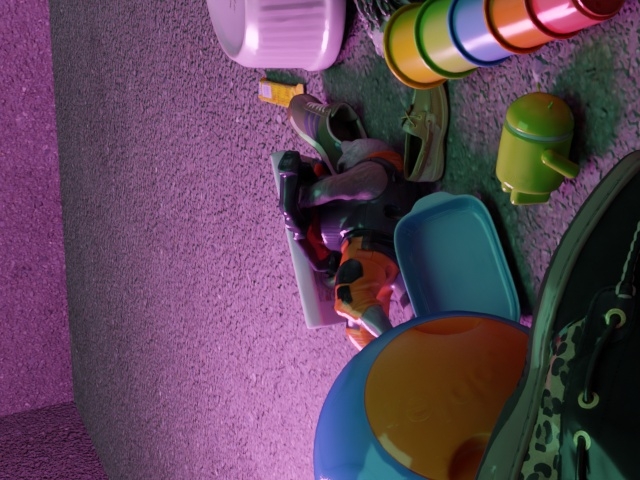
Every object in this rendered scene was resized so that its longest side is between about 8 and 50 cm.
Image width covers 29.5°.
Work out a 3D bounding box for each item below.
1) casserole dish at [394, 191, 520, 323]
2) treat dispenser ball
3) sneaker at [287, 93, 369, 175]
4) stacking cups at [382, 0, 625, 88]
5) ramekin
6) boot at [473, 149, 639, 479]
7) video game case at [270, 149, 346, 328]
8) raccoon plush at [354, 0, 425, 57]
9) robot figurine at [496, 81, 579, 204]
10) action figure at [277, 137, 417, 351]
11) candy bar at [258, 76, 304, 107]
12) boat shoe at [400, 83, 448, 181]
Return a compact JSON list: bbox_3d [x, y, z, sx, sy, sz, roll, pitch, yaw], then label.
[{"bbox_3d":[0.151,0.039,1.325,0.037,0.114,0.188,21,-130,-69],"label":"casserole dish"},{"bbox_3d":[0.136,0.212,1.176,0.288,0.288,0.288,170,90,-68],"label":"treat dispenser ball"},{"bbox_3d":[0.019,-0.154,1.605,0.192,0.064,0.086,60,143,39],"label":"sneaker"},{"bbox_3d":[0.176,-0.220,1.173,0.316,0.096,0.096,-9,91,64],"label":"stacking cups"},{"bbox_3d":[-0.072,-0.353,1.608,0.273,0.127,0.272,169,90,-73],"label":"ramekin"},{"bbox_3d":[0.293,0.127,0.927,0.284,0.138,0.377,16,75,38],"label":"boot"},{"bbox_3d":[0.000,0.000,1.602,0.206,0.026,0.226,4,-107,-73],"label":"video game case"},{"bbox_3d":[-0.056,-0.408,1.352,0.216,0.299,0.446,123,132,-59],"label":"raccoon plush"},{"bbox_3d":[0.206,-0.091,1.167,0.101,0.067,0.115,-112,22,-55],"label":"robot figurine"},{"bbox_3d":[0.073,0.032,1.464,0.341,0.179,0.330,50,-147,-64],"label":"action figure"},{"bbox_3d":[-0.060,-0.219,1.814,0.161,0.018,0.040,-154,60,-64],"label":"candy bar"},{"bbox_3d":[0.116,-0.130,1.393,0.050,0.045,0.135,-147,51,-60],"label":"boat shoe"}]
